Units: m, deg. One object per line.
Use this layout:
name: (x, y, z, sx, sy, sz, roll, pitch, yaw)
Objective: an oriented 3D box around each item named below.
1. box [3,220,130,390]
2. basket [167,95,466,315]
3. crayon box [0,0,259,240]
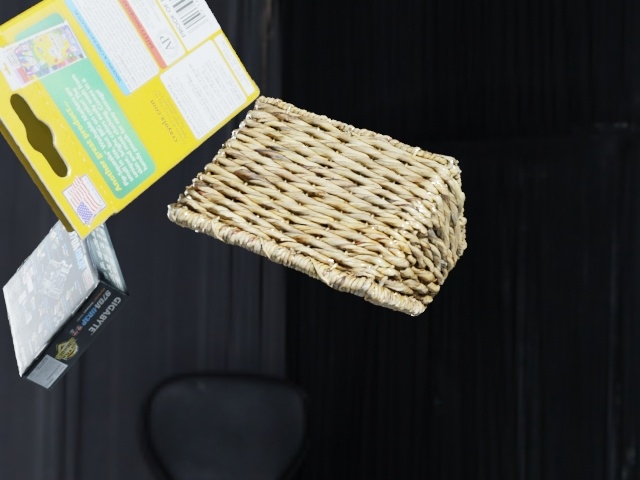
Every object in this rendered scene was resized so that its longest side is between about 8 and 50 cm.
box: (-0.347, 0.070, 1.658, 0.051, 0.175, 0.220, 33, 14, -34)
basket: (0.000, 0.000, 1.489, 0.299, 0.223, 0.213, 20, -33, 23)
crayon box: (-0.218, -0.153, 1.229, 0.083, 0.203, 0.323, -19, 19, 39)
